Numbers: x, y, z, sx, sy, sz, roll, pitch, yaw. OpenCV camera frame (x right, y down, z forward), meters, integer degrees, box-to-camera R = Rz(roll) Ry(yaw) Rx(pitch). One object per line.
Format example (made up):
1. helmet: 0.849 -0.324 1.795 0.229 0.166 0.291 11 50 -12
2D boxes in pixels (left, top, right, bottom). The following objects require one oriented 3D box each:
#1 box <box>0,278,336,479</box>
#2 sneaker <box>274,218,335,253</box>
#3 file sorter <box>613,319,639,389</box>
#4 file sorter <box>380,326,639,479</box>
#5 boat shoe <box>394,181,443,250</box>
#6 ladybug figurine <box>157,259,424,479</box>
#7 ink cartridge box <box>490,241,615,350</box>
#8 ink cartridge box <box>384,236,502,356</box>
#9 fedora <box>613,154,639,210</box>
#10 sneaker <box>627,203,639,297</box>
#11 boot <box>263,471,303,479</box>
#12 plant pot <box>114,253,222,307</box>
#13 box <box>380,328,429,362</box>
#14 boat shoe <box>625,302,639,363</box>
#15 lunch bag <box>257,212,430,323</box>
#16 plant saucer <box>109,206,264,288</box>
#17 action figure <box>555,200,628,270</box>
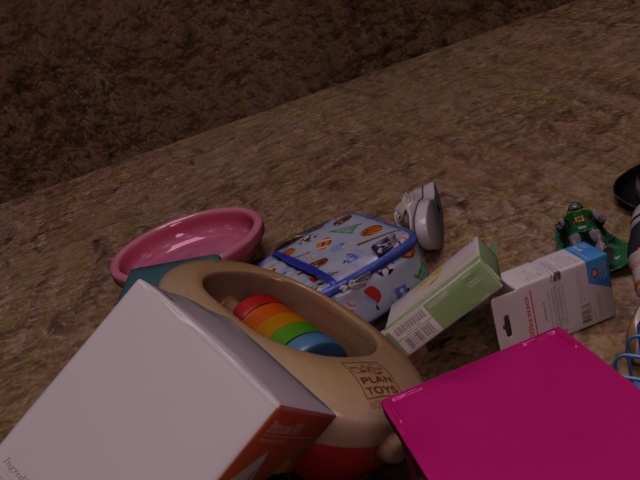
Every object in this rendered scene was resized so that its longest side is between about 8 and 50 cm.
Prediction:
1. box: -0.175 0.234 0.700 0.168 0.215 0.345 38 87 20
2. sneaker: 0.000 0.000 1.556 0.192 0.064 0.086 -16 15 0
3. file sorter: 0.378 0.172 0.840 0.118 0.104 0.170 5 30 40
4. file sorter: 0.212 0.246 0.681 0.202 0.182 0.290 -21 22 -7
5. boat shoe: 0.184 -0.046 1.489 0.088 0.096 0.267 -15 21 15
6. ladybug figurine: -0.053 0.166 0.988 0.305 0.161 0.449 6 17 -38
7. ink cartridge box: 0.315 0.083 1.085 0.180 0.104 0.060 -20 23 -8
8. ink cartridge box: 0.183 0.065 1.136 0.171 0.056 0.235 -41 5 18
9. fedora: 0.678 -0.165 1.348 0.334 0.152 0.334 -14 22 6
10. sneaker: 0.508 0.069 0.898 0.321 0.126 0.127 20 60 4
11. boot: -0.017 0.290 0.703 0.094 0.207 0.246 -25 23 -19
12. plant pot: -0.233 0.163 1.210 0.166 0.165 0.234 -10 30 15
13. box: 0.093 0.168 1.142 0.136 0.028 0.081 -28 25 -22
14. boat shoe: 0.496 0.068 1.016 0.096 0.098 0.277 17 53 35
15. lunch bag: 0.028 0.058 1.301 0.243 0.115 0.303 -28 18 -17
16. plant saucer: -0.272 0.034 1.627 0.332 0.084 0.332 -14 22 6
17. action figure: 0.437 -0.011 1.283 0.137 0.063 0.232 -12 20 14
